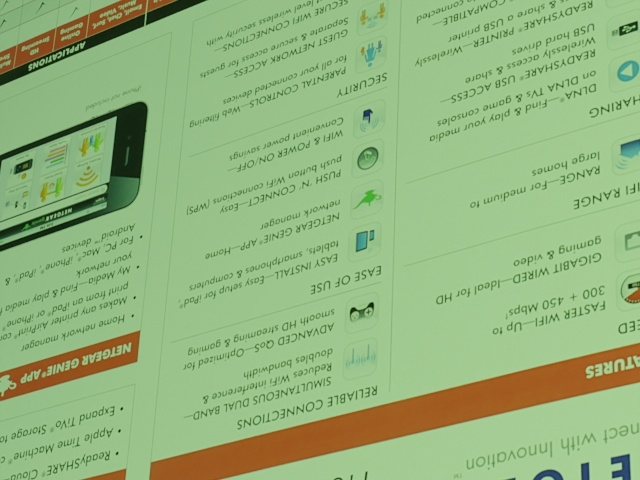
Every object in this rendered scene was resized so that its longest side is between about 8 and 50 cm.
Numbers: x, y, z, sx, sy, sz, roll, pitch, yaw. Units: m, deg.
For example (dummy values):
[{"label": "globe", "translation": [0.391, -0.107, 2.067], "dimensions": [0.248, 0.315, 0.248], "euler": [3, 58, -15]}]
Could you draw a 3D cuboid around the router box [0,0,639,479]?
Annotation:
[{"label": "router box", "translation": [0.000, 0.000, 0.664], "dimensions": [0.335, 0.301, 0.082], "euler": [-16, 145, 32]}]
